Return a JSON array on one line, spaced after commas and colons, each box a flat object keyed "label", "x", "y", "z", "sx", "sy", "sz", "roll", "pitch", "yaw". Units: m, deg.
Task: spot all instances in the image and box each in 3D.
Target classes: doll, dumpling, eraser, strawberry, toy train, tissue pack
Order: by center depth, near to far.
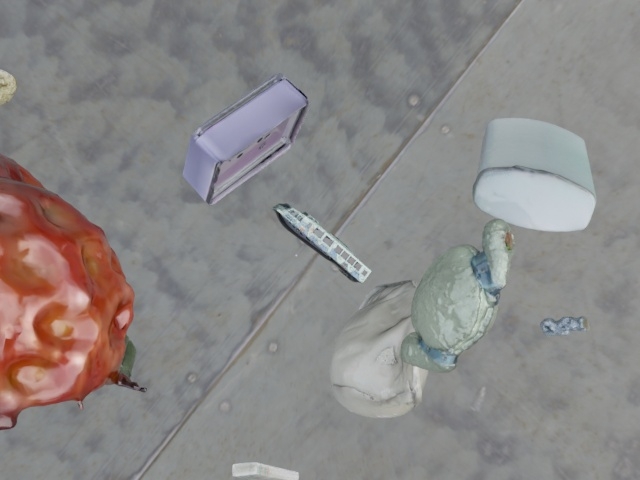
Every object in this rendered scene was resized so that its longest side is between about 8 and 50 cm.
[{"label": "strawberry", "x": -0.239, "y": -0.019, "z": 0.357, "sx": 0.254, "sy": 0.280, "sz": 0.150, "roll": 3, "pitch": 99, "yaw": -40}, {"label": "doll", "x": 0.154, "y": 0.070, "z": 0.860, "sx": 0.072, "sy": 0.103, "sz": 0.214, "roll": 15, "pitch": 119, "yaw": -28}, {"label": "tissue pack", "x": -0.090, "y": 0.383, "z": 1.242, "sx": 0.056, "sy": 0.108, "sz": 0.023, "roll": -16, "pitch": 60, "yaw": 35}, {"label": "eraser", "x": 0.367, "y": -0.123, "z": 1.304, "sx": 0.189, "sy": 0.290, "sz": 0.104, "roll": 11, "pitch": 118, "yaw": 11}, {"label": "toy train", "x": 0.000, "y": 0.000, "z": 1.322, "sx": 0.207, "sy": 0.043, "sz": 0.047, "roll": 40, "pitch": 81, "yaw": -16}, {"label": "dumpling", "x": 0.111, "y": 0.194, "z": 1.386, "sx": 0.182, "sy": 0.341, "sz": 0.260, "roll": 8, "pitch": 73, "yaw": 8}]

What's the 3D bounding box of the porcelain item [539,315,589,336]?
[{"label": "porcelain item", "x": 0.409, "y": 0.144, "z": 1.278, "sx": 0.028, "sy": 0.083, "sz": 0.036, "roll": -51, "pitch": 120, "yaw": -41}]

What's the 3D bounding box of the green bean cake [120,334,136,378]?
[{"label": "green bean cake", "x": -0.472, "y": 0.205, "z": 1.464, "sx": 0.184, "sy": 0.094, "sz": 0.185, "roll": -15, "pitch": 128, "yaw": 15}]

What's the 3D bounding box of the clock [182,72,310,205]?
[{"label": "clock", "x": -0.115, "y": -0.156, "z": 1.173, "sx": 0.073, "sy": 0.144, "sz": 0.193, "roll": 46, "pitch": 62, "yaw": 6}]

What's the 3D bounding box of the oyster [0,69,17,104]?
[{"label": "oyster", "x": -0.367, "y": -0.129, "z": 0.740, "sx": 0.200, "sy": 0.061, "sz": 0.106, "roll": 22, "pitch": 109, "yaw": 38}]
